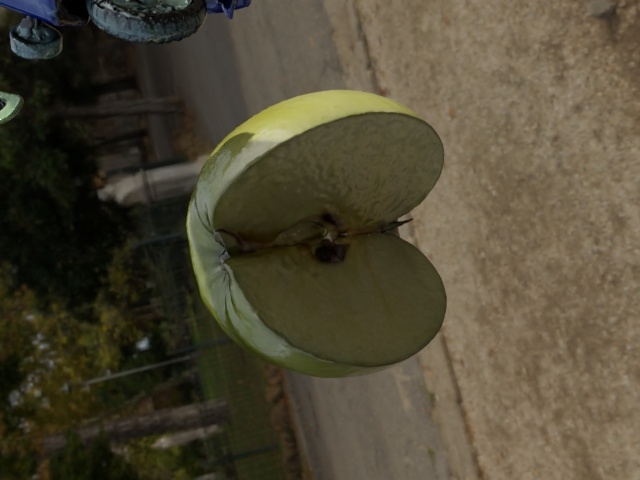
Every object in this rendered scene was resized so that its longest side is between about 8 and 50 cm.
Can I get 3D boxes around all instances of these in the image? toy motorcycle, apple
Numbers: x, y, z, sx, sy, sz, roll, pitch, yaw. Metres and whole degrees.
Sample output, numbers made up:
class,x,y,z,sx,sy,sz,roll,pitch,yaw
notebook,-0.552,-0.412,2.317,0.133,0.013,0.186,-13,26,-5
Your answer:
class,x,y,z,sx,sy,sz,roll,pitch,yaw
toy motorcycle,-0.215,-0.240,0.744,0.169,0.315,0.113,-58,-15,-47
apple,-0.010,-0.007,0.952,0.233,0.258,0.295,9,107,62

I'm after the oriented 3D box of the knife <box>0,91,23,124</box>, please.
class,x,y,z,sx,sy,sz,roll,pitch,yaw
knife,-0.391,-0.126,0.739,0.020,0.293,0.043,89,-171,-75
